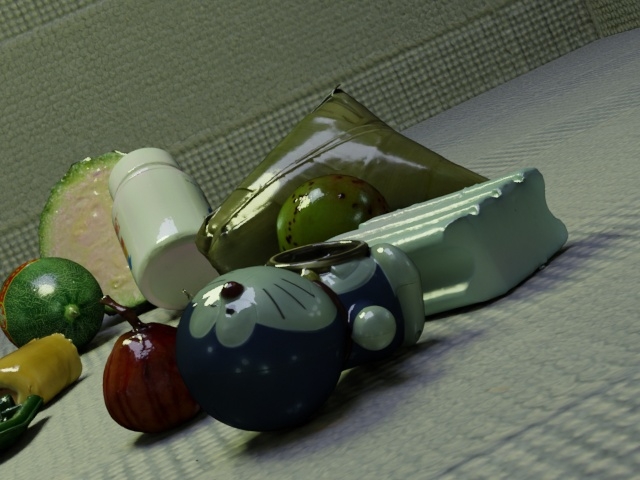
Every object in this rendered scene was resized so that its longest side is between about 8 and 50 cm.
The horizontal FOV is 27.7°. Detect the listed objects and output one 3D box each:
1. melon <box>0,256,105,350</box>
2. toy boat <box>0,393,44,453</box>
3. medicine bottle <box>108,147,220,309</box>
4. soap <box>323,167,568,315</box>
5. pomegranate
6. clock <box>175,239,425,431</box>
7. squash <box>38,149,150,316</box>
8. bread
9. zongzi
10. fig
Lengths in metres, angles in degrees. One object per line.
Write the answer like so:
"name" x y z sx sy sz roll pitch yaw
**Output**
"melon" -0.475 0.119 2.294 0.182 0.182 0.288 -28 10 -27
"toy boat" -0.421 0.245 1.681 0.104 0.052 0.210 -21 6 3
"medicine bottle" -0.267 -0.027 2.225 0.170 0.170 0.293 -25 43 -7
"soap" 0.103 0.022 1.416 0.290 0.095 0.173 -18 10 44
"pomegranate" 0.017 0.001 1.723 0.159 0.159 0.205 -20 34 29
"clock" -0.018 0.081 1.194 0.200 0.146 0.243 6 21 45
"squash" -0.351 -0.009 2.551 0.310 0.310 0.309 -23 -8 12
"bread" -0.440 0.204 1.911 0.134 0.085 0.173 -23 7 16
"zongzi" 0.000 0.000 1.878 0.447 0.181 0.418 -46 44 -15
"fig" -0.174 0.137 1.389 0.128 0.150 0.128 -7 -29 -4
